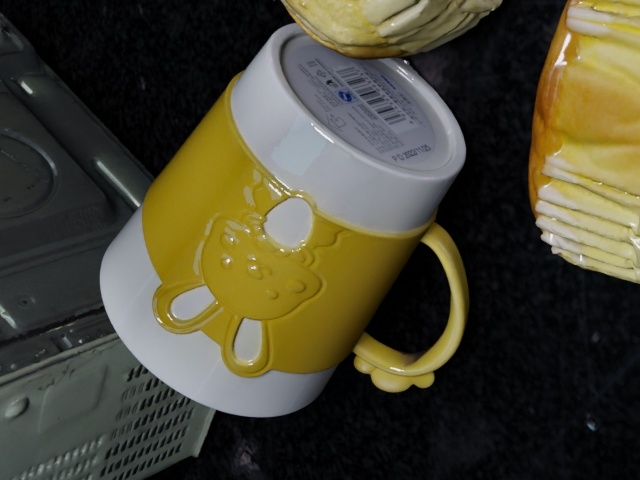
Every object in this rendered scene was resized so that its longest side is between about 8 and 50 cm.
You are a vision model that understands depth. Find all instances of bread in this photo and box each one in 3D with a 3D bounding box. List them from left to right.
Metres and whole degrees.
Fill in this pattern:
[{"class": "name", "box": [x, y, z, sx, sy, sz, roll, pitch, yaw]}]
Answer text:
[{"class": "bread", "box": [0.008, -0.217, 0.731, 0.106, 0.140, 0.236, -34, 77, 42]}, {"class": "bread", "box": [0.175, -0.070, 0.613, 0.114, 0.132, 0.190, 23, 116, 41]}]

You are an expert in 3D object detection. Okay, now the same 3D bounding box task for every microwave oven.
[{"class": "microwave oven", "box": [-0.299, 0.020, 0.973, 0.394, 0.333, 0.247, 44, 134, 26]}]

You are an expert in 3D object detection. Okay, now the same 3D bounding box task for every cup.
[{"class": "cup", "box": [0.000, 0.000, 0.802, 0.241, 0.185, 0.226, 33, 124, -4]}]
